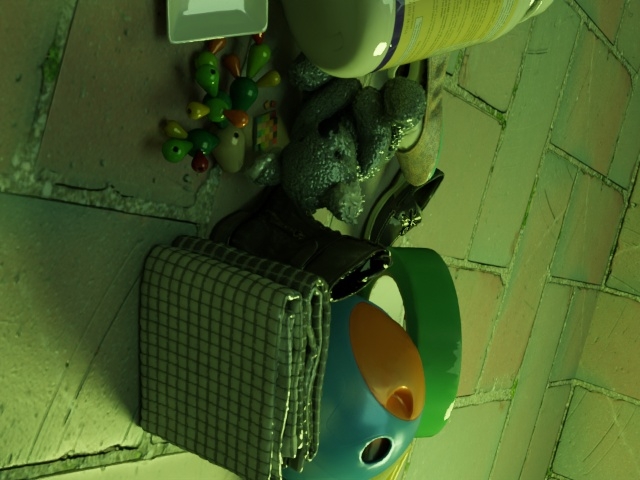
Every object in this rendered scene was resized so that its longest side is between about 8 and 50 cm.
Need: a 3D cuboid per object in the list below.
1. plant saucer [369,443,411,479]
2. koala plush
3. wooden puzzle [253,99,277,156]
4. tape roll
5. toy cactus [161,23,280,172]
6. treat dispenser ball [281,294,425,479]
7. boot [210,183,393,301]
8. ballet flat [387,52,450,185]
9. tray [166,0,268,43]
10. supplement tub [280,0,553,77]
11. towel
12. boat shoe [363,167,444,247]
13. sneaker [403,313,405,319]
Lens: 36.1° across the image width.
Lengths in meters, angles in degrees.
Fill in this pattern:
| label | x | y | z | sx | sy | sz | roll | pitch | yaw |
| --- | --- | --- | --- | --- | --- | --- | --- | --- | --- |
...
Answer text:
| label | x | y | z | sx | sy | sz | roll | pitch | yaw |
| --- | --- | --- | --- | --- | --- | --- | --- | --- | --- |
| plant saucer | 0.052 | 0.482 | 1.755 | 0.333 | 0.081 | 0.333 | -27 | 142 | -63 |
| koala plush | 0.012 | -0.121 | 1.364 | 0.203 | 0.196 | 0.221 | 109 | 8 | -47 |
| wooden puzzle | -0.077 | -0.156 | 1.389 | 0.049 | 0.006 | 0.083 | -30 | 130 | -51 |
| tape roll | 0.142 | 0.170 | 1.660 | 0.077 | 0.321 | 0.321 | 2 | 109 | -14 |
| toy cactus | -0.116 | -0.156 | 1.244 | 0.180 | 0.112 | 0.219 | 82 | 26 | -54 |
| treat dispenser ball | 0.010 | 0.219 | 1.451 | 0.288 | 0.288 | 0.288 | -36 | 134 | -48 |
| boot | 0.000 | 0.000 | 1.376 | 0.263 | 0.229 | 0.091 | -40 | 138 | -44 |
| ballet flat | 0.152 | -0.250 | 1.665 | 0.106 | 0.107 | 0.316 | -2 | 102 | -39 |
| tray | -0.124 | -0.371 | 1.140 | 0.145 | 0.030 | 0.270 | -16 | 120 | -35 |
| supplement tub | 0.135 | -0.364 | 1.304 | 0.331 | 0.241 | 0.241 | -19 | 125 | -27 |
| towel | -0.108 | 0.151 | 1.266 | 0.121 | 0.235 | 0.283 | -27 | 126 | -51 |
| boat shoe | 0.152 | -0.057 | 1.769 | 0.223 | 0.073 | 0.080 | -57 | 147 | -27 |
| sneaker | 0.142 | 0.129 | 1.885 | 0.067 | 0.042 | 0.118 | -58 | 140 | -33 |
